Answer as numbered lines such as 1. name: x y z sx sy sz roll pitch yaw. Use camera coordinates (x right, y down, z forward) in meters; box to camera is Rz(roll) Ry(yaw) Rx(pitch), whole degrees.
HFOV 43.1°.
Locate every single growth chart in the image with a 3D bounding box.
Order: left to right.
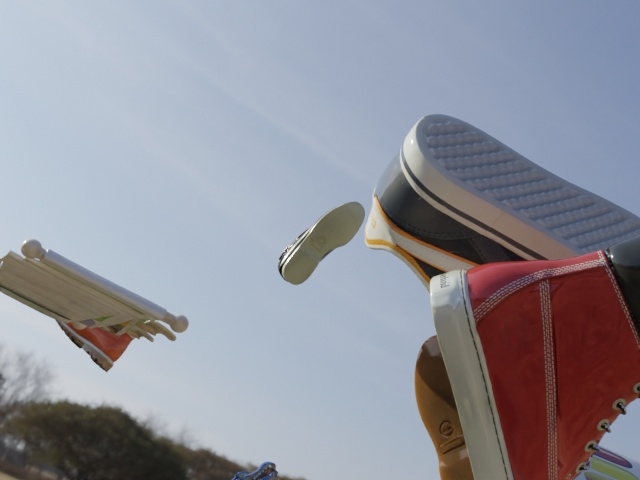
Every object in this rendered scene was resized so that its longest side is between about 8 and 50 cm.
1. growth chart: -0.231 0.051 0.739 0.172 0.021 0.237 34 -25 -30

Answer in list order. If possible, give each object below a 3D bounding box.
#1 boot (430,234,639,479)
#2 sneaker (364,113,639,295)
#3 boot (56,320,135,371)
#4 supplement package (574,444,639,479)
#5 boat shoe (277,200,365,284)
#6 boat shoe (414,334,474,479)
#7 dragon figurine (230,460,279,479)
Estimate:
1. boot: 0.185 0.120 0.536 0.176 0.088 0.244 -12 -73 13
2. sneaker: 0.186 0.026 0.671 0.321 0.126 0.127 32 -49 -3
3. boot: -0.377 0.142 1.343 0.158 0.085 0.059 33 -22 23
4. supplement package: 0.305 0.330 1.014 0.244 0.134 0.139 23 19 -4
5. boat shoe: -0.001 -0.001 1.002 0.049 0.133 0.042 47 -6 -21
6. boat shoe: 0.158 0.207 0.892 0.073 0.207 0.073 -26 -31 33
7. dragon figurine: -0.106 0.302 0.615 0.085 0.289 0.144 52 -21 -19
